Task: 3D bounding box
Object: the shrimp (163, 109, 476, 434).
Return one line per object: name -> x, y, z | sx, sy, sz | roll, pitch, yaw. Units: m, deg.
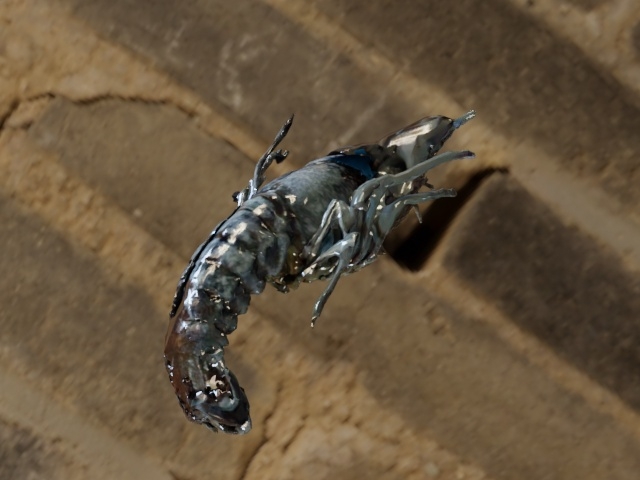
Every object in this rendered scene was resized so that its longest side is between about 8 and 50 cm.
shrimp -> -0.003, -0.003, 0.597 | 0.174, 0.082, 0.076 | -49, -63, -30
